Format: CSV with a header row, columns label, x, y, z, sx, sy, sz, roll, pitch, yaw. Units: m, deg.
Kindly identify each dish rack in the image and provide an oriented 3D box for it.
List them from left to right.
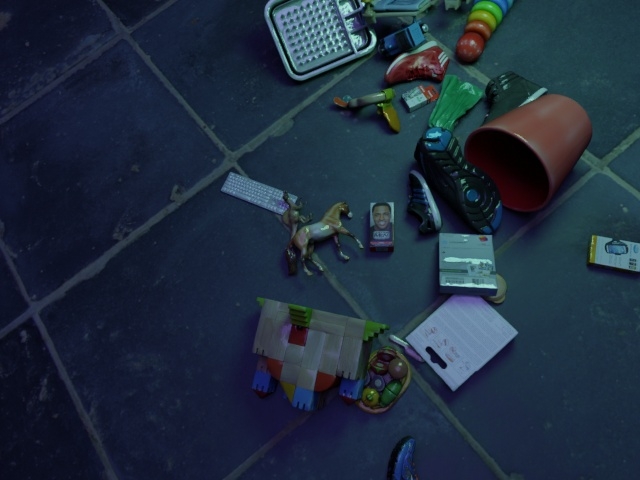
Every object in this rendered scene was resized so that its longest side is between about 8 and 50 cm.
label,x,y,z,sx,sy,sz,roll,pitch,yaw
dish rack,0.000,-0.733,1.578,0.333,0.072,0.285,-23,101,1

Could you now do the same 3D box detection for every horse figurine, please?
label,x,y,z,sx,sy,sz,roll,pitch,yaw
horse figurine,0.000,0.000,1.347,0.263,0.066,0.174,-28,73,-4

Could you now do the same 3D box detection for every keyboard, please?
label,x,y,z,sx,sy,sz,roll,pitch,yaw
keyboard,-0.199,-0.150,1.468,0.256,0.014,0.072,22,74,17

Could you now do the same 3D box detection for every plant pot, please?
label,x,y,z,sx,sy,sz,roll,pitch,yaw
plant pot,0.582,-0.254,1.253,0.243,0.275,0.275,-38,67,-16

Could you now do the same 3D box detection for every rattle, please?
label,x,y,z,sx,sy,sz,roll,pitch,yaw
rattle,0.155,-0.421,1.503,0.200,0.142,0.130,-9,34,23

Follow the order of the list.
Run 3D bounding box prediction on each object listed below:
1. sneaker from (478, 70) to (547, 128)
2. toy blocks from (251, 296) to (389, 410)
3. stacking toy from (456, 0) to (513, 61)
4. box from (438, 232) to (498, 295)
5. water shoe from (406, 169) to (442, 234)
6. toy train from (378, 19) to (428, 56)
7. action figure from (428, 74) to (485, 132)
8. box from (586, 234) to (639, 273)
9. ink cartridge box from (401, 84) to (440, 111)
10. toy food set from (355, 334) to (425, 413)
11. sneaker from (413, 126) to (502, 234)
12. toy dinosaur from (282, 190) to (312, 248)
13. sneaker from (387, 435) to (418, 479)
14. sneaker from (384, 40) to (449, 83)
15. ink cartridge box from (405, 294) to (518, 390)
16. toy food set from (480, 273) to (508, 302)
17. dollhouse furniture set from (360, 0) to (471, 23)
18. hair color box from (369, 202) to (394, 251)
label,x,y,z,sx,sy,sz,roll,pitch,yaw
sneaker,0.534,-0.404,1.394,0.296,0.104,0.147,-38,66,-12
toy blocks,-0.029,0.308,1.173,0.381,0.191,0.261,8,80,23
stacking toy,0.543,-0.739,1.515,0.141,0.141,0.330,26,82,18
box,0.394,0.061,1.234,0.145,0.038,0.186,2,49,11
water shoe,0.286,-0.115,1.337,0.080,0.073,0.203,-21,66,4
toy train,0.268,-0.664,1.509,0.105,0.080,0.184,-40,24,-29
action figure,0.404,-0.403,1.433,0.137,0.063,0.232,27,72,17
box,0.788,0.039,1.213,0.136,0.028,0.081,13,72,12
ink cartridge box,0.328,-0.472,1.491,0.115,0.029,0.063,-26,66,0
toy food set,0.166,0.344,1.179,0.128,0.071,0.218,38,79,21
sneaker,0.396,-0.167,1.319,0.125,0.139,0.341,-31,86,-12
toy dinosaur,-0.074,-0.066,1.403,0.093,0.053,0.183,-11,78,18
sneaker,0.204,0.583,1.086,0.087,0.083,0.221,11,76,0
sneaker,0.327,-0.560,1.497,0.221,0.087,0.128,-35,66,-3
ink cartridge box,0.366,0.251,1.195,0.225,0.056,0.181,-42,68,-2
toy food set,0.464,0.125,1.239,0.083,0.020,0.082,16,72,16
dollhouse furniture set,0.305,-0.831,1.456,0.286,0.198,0.303,15,44,30
hair color box,0.181,-0.040,1.341,0.072,0.043,0.141,-1,68,11
